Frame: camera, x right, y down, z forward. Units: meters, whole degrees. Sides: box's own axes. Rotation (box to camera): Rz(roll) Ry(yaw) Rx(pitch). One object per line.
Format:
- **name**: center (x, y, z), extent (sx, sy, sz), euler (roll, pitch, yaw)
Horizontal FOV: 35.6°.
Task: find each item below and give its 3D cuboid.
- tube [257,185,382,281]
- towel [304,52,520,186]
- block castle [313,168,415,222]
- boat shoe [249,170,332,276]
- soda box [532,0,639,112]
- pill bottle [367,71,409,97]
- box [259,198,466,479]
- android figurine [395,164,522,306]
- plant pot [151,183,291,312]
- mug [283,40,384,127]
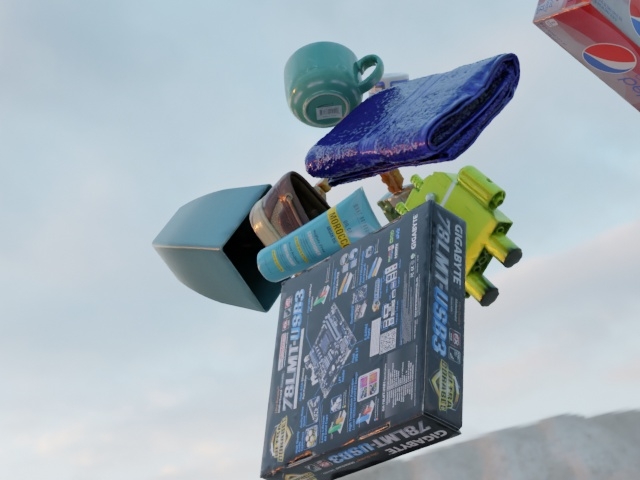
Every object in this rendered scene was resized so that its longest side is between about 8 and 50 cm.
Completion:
- **tube**: center (0.000, 0.000, 1.402), extent (0.207, 0.080, 0.052), euler (-27, 3, 35)
- **towel**: center (0.135, -0.170, 1.477), extent (0.228, 0.076, 0.308), euler (-43, 21, -29)
- **block castle**: center (0.111, 0.002, 2.384), extent (0.303, 0.453, 0.213), euler (-44, 15, -28)
- **boat shoe**: center (0.043, 0.036, 1.502), extent (0.123, 0.342, 0.123), euler (-49, -12, 35)
- **soda box**: center (0.363, -0.225, 1.135), extent (0.263, 0.092, 0.083), euler (29, -21, -31)
- **pill bottle**: center (0.129, -0.238, 1.840), extent (0.078, 0.137, 0.078), euler (-4, 14, 1)
- **box**: center (0.051, 0.134, 1.234), extent (0.073, 0.295, 0.293), euler (29, -41, -29)
- **android figurine**: center (0.232, -0.014, 1.753), extent (0.056, 0.273, 0.248), euler (1, -54, -42)
- **plant pot**: center (-0.180, 0.010, 1.813), extent (0.234, 0.165, 0.165), euler (3, -43, 40)
- **mug**: center (0.014, -0.256, 1.641), extent (0.129, 0.097, 0.158), euler (24, -47, -32)
